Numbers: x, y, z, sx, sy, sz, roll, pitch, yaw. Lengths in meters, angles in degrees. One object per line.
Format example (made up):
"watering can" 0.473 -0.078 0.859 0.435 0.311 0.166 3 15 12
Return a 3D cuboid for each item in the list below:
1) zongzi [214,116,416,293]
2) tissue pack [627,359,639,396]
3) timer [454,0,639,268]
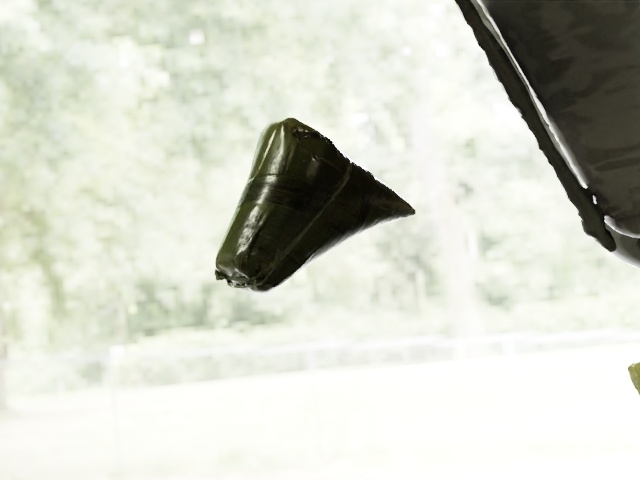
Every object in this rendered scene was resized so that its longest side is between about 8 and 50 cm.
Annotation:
"zongzi" 0.000 0.000 1.017 0.113 0.104 0.052 35 -23 -32
"tissue pack" 0.343 0.108 1.202 0.234 0.159 0.125 -26 -10 12
"timer" 0.106 -0.095 0.434 0.178 0.078 0.253 -14 -50 29
